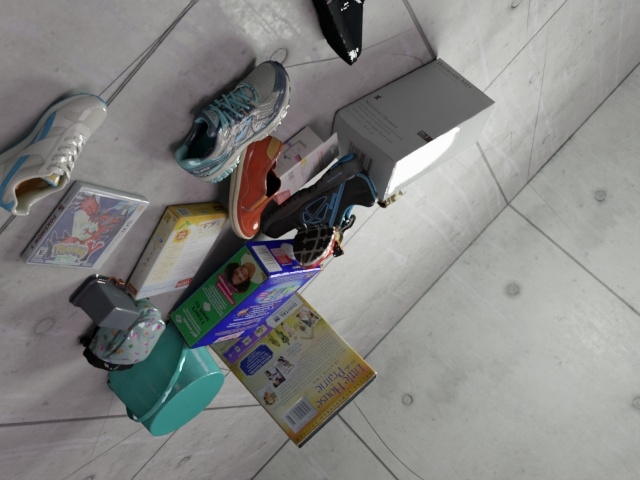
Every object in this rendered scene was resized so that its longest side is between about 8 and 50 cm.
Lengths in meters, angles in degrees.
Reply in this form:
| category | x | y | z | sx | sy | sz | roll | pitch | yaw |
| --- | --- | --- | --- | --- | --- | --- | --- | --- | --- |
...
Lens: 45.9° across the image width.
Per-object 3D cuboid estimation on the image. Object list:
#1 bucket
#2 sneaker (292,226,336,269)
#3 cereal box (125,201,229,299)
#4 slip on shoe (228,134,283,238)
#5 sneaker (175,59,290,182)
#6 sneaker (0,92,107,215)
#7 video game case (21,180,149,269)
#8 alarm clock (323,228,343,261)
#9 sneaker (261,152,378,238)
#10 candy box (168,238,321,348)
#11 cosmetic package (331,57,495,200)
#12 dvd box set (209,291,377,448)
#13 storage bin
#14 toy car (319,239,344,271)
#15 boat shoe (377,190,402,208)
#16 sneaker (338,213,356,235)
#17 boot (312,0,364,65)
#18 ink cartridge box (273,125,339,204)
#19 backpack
| category | x | y | z | sx | sy | sz | roll | pitch | yaw |
| --- | --- | --- | --- | --- | --- | --- | --- | --- | --- |
| bucket | -0.401 | 0.366 | 1.991 | 0.281 | 0.183 | 0.281 | -38 | 157 | -19 |
| sneaker | 0.003 | 0.002 | 2.005 | 0.279 | 0.107 | 0.118 | -70 | 151 | -55 |
| cereal box | -0.321 | 0.022 | 1.703 | 0.173 | 0.047 | 0.240 | -11 | 140 | -57 |
| slip on shoe | -0.141 | -0.112 | 1.676 | 0.331 | 0.101 | 0.123 | 103 | 2 | -51 |
| sneaker | -0.169 | -0.229 | 1.452 | 0.283 | 0.110 | 0.122 | -51 | 155 | 13 |
| sneaker | -0.417 | -0.134 | 1.185 | 0.228 | 0.092 | 0.087 | -45 | 157 | -6 |
| video game case | -0.441 | -0.022 | 1.437 | 0.183 | 0.023 | 0.201 | -50 | 158 | 11 |
| alarm clock | 0.000 | 0.000 | 2.232 | 0.129 | 0.064 | 0.192 | -44 | 161 | -4 |
| sneaker | -0.010 | -0.073 | 1.872 | 0.341 | 0.140 | 0.125 | -32 | -171 | 36 |
| candy box | -0.194 | 0.136 | 1.979 | 0.317 | 0.122 | 0.268 | -43 | 162 | 23 |
| cosmetic package | 0.235 | -0.292 | 1.937 | 0.385 | 0.217 | 0.156 | -35 | 157 | -29 |
| dvd box set | -0.087 | 0.345 | 2.206 | 0.307 | 0.420 | 0.062 | -41 | 158 | -14 |
| storage bin | -0.448 | 0.136 | 1.617 | 0.098 | 0.091 | 0.135 | -47 | 160 | 3 |
| toy car | 0.017 | 0.039 | 2.231 | 0.122 | 0.060 | 0.040 | -37 | -153 | 25 |
| boat shoe | 0.182 | -0.147 | 2.266 | 0.095 | 0.095 | 0.257 | -41 | 159 | 5 |
| sneaker | 0.074 | -0.042 | 2.340 | 0.109 | 0.040 | 0.044 | -51 | 175 | 23 |
| boot | 0.094 | -0.482 | 1.490 | 0.207 | 0.094 | 0.246 | -40 | 152 | -5 |
| ink cartridge box | -0.050 | -0.189 | 1.795 | 0.198 | 0.067 | 0.115 | -39 | 159 | -13 |
| backpack | -0.441 | 0.212 | 1.736 | 0.182 | 0.115 | 0.152 | -54 | 155 | 14 |
